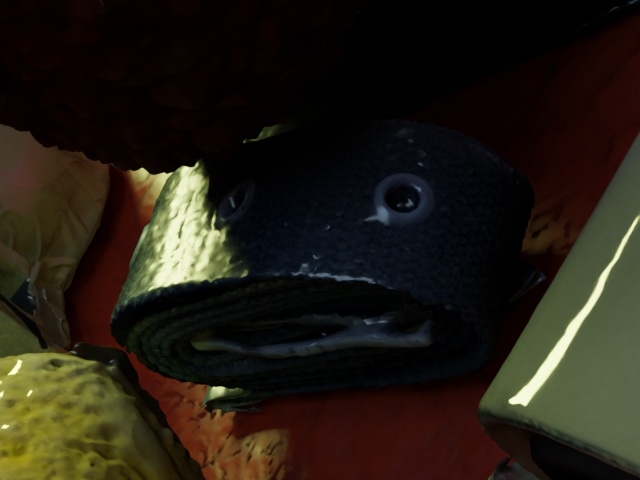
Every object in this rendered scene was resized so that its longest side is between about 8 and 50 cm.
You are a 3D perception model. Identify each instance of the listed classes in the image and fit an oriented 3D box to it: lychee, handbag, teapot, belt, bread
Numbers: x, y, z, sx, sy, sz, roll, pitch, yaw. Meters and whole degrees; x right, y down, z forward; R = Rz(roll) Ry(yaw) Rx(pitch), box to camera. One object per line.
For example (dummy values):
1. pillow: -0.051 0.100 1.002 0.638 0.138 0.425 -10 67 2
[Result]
1. lychee: -0.097 -0.182 0.667 0.306 0.306 0.330 7 58 47
2. handbag: 0.043 -0.219 0.852 0.329 0.122 0.303 -25 46 31
3. teapot: -0.249 -0.017 0.928 0.163 0.178 0.221 -20 49 33
4. belt: 0.000 0.001 0.718 0.218 0.122 0.128 -9 52 41
5. bread: -0.121 0.160 0.672 0.197 0.197 0.170 -33 31 22

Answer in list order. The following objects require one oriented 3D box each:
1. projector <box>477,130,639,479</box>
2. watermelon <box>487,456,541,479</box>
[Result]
1. projector: 0.229 0.018 0.381 0.249 0.248 0.249 21 76 50
2. watermelon: 0.040 0.208 0.460 0.213 0.201 0.261 -53 42 12
